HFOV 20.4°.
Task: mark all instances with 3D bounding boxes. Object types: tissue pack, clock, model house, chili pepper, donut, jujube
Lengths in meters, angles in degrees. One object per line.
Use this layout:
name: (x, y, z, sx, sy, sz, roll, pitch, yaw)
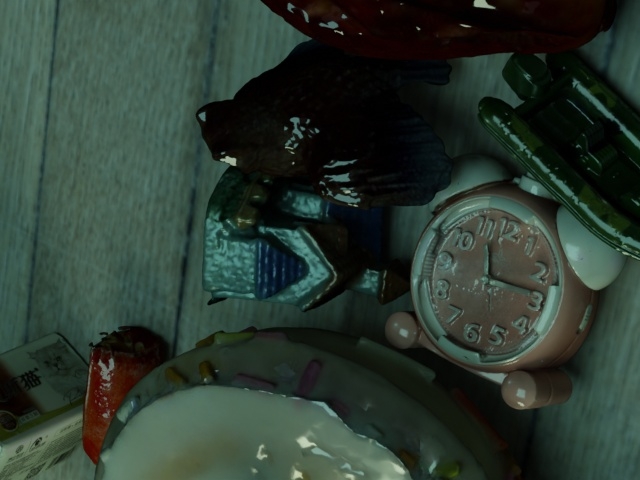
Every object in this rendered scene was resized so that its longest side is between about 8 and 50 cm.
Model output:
tissue pack: (-0.285, 0.162, 1.613, 0.099, 0.149, 0.106, 47, 123, 14)
clock: (0.144, 0.026, 1.337, 0.166, 0.093, 0.162, 27, 107, 32)
model house: (0.000, 0.000, 1.399, 0.149, 0.148, 0.119, 12, 104, 17)
chili pepper: (-0.177, 0.144, 1.587, 0.071, 0.073, 0.123, 6, 112, -8)
donut: (0.000, 0.230, 1.415, 0.383, 0.142, 0.382, 12, 119, 21)
jujube: (0.071, -0.216, 1.256, 0.290, 0.197, 0.197, 16, 111, 16)

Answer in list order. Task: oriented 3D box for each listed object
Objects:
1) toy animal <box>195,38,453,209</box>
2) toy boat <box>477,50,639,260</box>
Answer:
toy animal: (-0.001, -0.102, 1.336, 0.218, 0.180, 0.116, 50, 126, 43)
toy boat: (0.206, -0.054, 1.265, 0.210, 0.104, 0.052, 46, 149, 16)
